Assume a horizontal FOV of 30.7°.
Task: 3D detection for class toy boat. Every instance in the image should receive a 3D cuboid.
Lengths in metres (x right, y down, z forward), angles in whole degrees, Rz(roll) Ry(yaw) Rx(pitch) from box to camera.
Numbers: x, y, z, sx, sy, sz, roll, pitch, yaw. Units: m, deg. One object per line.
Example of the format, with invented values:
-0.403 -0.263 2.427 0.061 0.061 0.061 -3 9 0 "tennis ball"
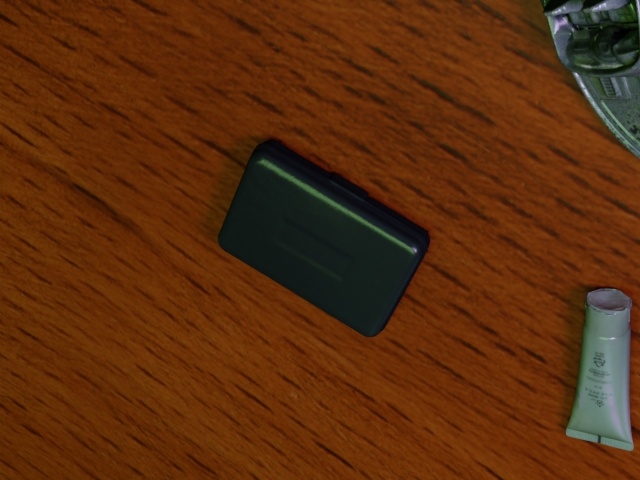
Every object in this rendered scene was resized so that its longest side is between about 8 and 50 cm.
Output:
0.270 -0.194 1.068 0.141 0.092 0.319 10 135 55 "toy boat"

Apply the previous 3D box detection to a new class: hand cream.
0.312 0.148 1.285 0.078 0.050 0.205 10 126 22 "hand cream"

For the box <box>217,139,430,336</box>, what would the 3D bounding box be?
0.000 0.000 1.356 0.230 0.050 0.160 31 126 8 "box"
